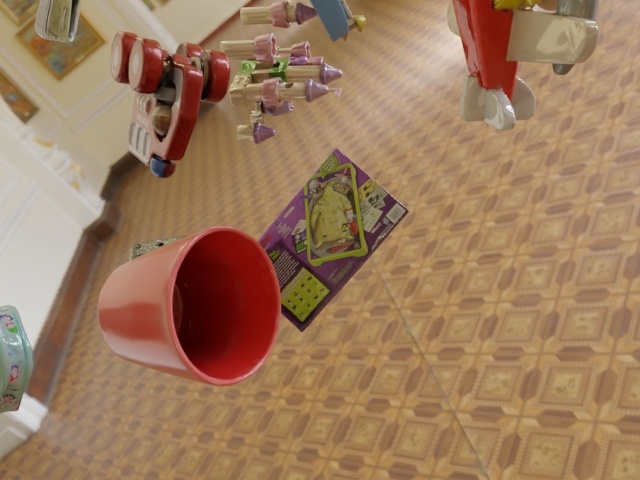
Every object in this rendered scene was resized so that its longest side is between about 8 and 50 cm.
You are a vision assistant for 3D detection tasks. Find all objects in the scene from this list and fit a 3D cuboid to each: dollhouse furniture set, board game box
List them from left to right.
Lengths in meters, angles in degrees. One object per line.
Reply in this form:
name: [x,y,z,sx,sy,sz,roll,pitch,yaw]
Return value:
board game box: [0.000,0.000,1.373,0.347,0.208,0.056,-49,-3,8]
dollhouse furniture set: [0.016,-0.670,1.533,0.198,0.303,0.286,-32,35,4]

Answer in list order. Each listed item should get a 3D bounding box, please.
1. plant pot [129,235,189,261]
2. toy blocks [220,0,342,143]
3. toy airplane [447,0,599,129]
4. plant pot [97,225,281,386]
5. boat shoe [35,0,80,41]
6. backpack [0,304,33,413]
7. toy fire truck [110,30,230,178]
plant pot: [-0.325,0.097,1.375,0.188,0.167,0.187,-9,31,-10]
toy blocks: [-0.068,-0.397,1.569,0.259,0.309,0.289,0,39,7]
toy airplane: [0.343,-0.394,1.143,0.272,0.386,0.384,-23,-19,-4]
plant pot: [-0.245,0.121,1.148,0.243,0.275,0.275,-9,39,36]
boat shoe: [-0.653,-0.664,1.666,0.109,0.094,0.303,-92,20,-79]
backpack: [-0.629,0.207,1.144,0.225,0.191,0.254,56,137,28]
toy fire truck: [-0.307,-0.262,1.261,0.302,0.169,0.254,34,118,52]
